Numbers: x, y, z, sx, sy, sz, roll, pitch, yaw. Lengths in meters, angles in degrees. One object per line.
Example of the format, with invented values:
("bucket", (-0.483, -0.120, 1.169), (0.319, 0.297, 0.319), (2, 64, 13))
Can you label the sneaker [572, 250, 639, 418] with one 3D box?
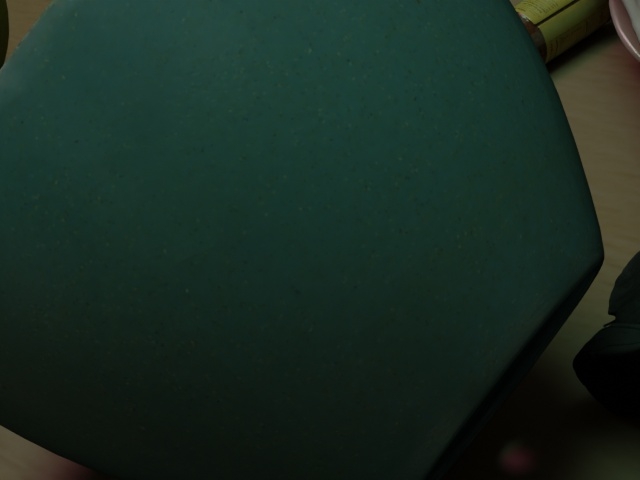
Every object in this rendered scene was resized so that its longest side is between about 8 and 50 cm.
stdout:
("sneaker", (0.165, 0.033, 0.705), (0.089, 0.051, 0.170), (-41, 12, -19))

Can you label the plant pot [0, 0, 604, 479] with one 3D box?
("plant pot", (0.000, 0.000, 0.700), (0.195, 0.290, 0.290), (38, 52, 11))

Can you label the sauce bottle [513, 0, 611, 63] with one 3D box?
("sauce bottle", (0.122, -0.122, 1.015), (0.128, 0.042, 0.042), (-32, 34, -26))

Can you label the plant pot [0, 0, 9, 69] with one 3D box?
("plant pot", (-0.354, -0.123, 1.069), (0.274, 0.275, 0.293), (12, 26, 39))

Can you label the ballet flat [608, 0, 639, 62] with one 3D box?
("ballet flat", (0.214, -0.116, 0.882), (0.139, 0.139, 0.400), (-14, 36, 3))
